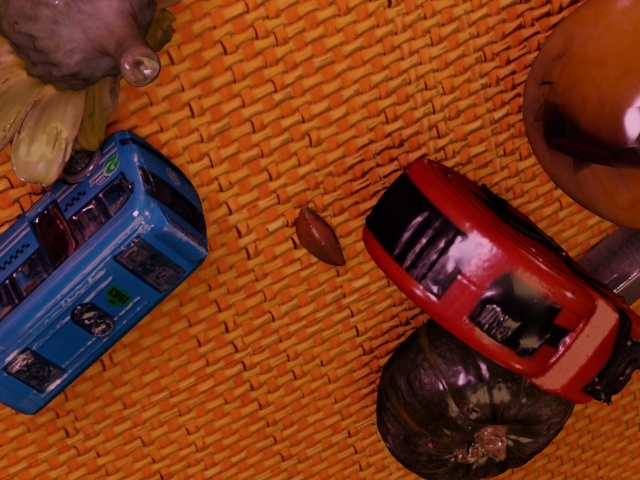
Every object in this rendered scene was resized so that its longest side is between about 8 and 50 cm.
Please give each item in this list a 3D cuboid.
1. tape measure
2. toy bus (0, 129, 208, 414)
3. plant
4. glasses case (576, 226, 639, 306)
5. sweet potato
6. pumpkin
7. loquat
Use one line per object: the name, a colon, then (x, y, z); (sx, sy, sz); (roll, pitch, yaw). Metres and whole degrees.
tape measure: (0.165, 0.030, 1.586); (0.260, 0.253, 0.114); (26, 105, -47)
toy bus: (-0.214, 0.029, 1.455); (0.246, 0.134, 0.113); (-41, 135, 8)
plant: (-0.162, -0.196, 1.269); (0.261, 0.297, 0.306); (-37, 127, -42)
glasses case: (0.355, 0.005, 1.800); (0.205, 0.071, 0.047); (-39, 131, 5)
sweet potato: (0.000, 0.000, 1.621); (0.034, 0.034, 0.095); (-36, 131, 2)
pumpkin: (0.167, 0.165, 1.765); (0.224, 0.157, 0.223); (-12, 139, -10)
loquat: (0.303, -0.124, 1.555); (0.235, 0.235, 0.235); (-15, 132, -18)
